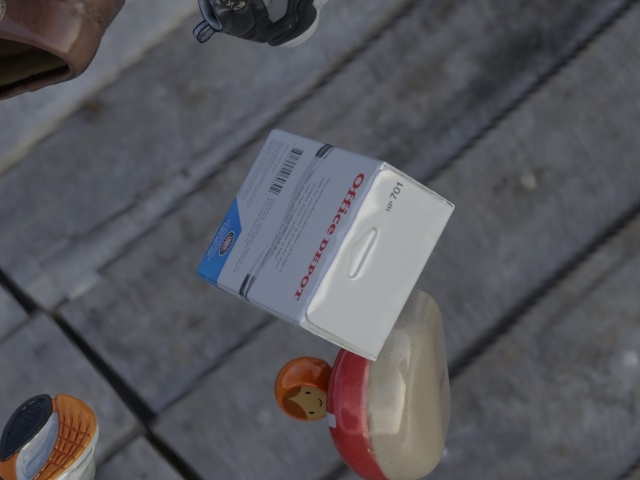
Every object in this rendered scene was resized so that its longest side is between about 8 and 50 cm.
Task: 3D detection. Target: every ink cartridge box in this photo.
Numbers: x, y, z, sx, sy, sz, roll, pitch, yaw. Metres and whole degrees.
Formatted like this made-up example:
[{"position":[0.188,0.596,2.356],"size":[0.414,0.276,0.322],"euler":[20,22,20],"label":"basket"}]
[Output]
[{"position":[0.000,0.000,1.539],"size":[0.191,0.082,0.139],"euler":[23,84,59],"label":"ink cartridge box"}]

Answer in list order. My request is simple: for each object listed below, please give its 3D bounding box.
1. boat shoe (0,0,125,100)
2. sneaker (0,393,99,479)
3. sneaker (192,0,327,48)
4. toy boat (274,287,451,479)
[{"position":[-0.231,-0.102,1.037],"size":[0.342,0.123,0.123],"euler":[-7,61,38],"label":"boat shoe"},{"position":[-0.268,0.261,1.673],"size":[0.099,0.121,0.262],"euler":[24,55,24],"label":"sneaker"},{"position":[-0.058,-0.316,2.165],"size":[0.153,0.268,0.101],"euler":[-10,51,-31],"label":"sneaker"},{"position":[0.033,0.130,1.741],"size":[0.151,0.231,0.151],"euler":[-5,99,8],"label":"toy boat"}]
